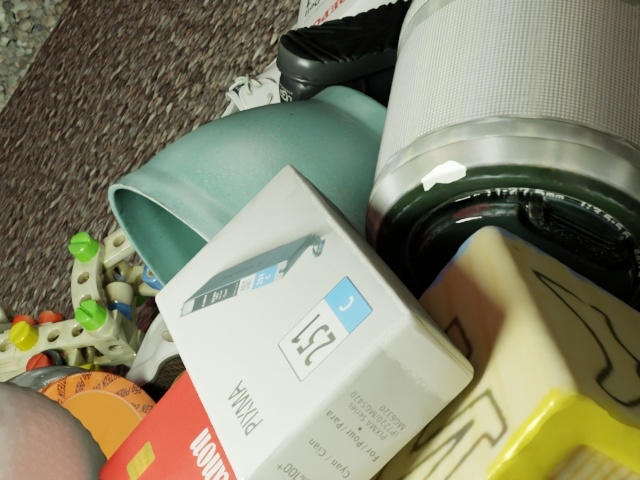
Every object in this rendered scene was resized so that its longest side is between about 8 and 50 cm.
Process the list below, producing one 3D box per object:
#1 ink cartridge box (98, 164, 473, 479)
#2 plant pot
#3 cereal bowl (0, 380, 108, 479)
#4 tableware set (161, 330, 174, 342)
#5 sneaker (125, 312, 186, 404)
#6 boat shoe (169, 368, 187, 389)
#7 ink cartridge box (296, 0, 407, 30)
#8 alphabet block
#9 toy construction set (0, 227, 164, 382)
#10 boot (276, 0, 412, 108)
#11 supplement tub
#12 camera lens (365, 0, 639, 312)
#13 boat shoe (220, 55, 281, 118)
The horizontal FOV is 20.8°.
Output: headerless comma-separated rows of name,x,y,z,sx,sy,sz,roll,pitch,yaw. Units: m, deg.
ink cartridge box,-0.056,0.102,1.105,0.261,0.066,0.296,-46,23,3
plant pot,0.000,0.000,1.415,0.196,0.293,0.293,-44,20,-15
cereal bowl,-0.218,0.268,1.256,0.141,0.339,0.339,-1,52,17
tableware set,-0.056,0.115,1.410,0.039,0.194,0.128,-44,-12,-15
sneaker,-0.109,0.088,1.705,0.290,0.106,0.123,-22,46,57
boat shoe,-0.120,0.258,1.556,0.098,0.109,0.302,84,-164,-55
ink cartridge box,0.084,-0.288,1.751,0.201,0.117,0.278,-39,31,39
alphabet block,0.134,0.142,1.049,0.193,0.192,0.197,-54,23,18
toy construction set,-0.306,0.099,1.979,0.327,0.151,0.215,-24,47,38
boot,0.055,-0.104,1.587,0.094,0.246,0.207,45,139,41
supplement tub,-0.297,0.245,1.773,0.338,0.207,0.207,-25,41,52
camera lens,0.155,-0.078,1.226,0.219,0.219,0.274,-35,33,44
boat shoe,-0.070,-0.149,1.950,0.226,0.076,0.083,-61,23,-4
